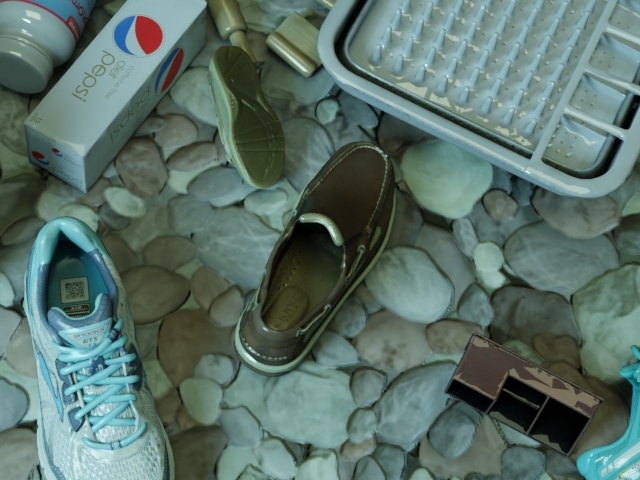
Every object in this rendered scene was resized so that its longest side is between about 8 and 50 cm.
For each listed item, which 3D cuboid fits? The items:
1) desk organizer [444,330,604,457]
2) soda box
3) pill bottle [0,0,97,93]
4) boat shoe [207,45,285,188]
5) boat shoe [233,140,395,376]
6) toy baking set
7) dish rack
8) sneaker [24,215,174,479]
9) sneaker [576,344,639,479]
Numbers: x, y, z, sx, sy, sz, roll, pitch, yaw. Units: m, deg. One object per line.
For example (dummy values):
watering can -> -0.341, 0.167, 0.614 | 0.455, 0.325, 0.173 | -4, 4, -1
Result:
desk organizer -> 0.182, 0.140, 1.186 | 0.130, 0.047, 0.050 | 27, 65, 7
soda box -> -0.194, -0.154, 1.269 | 0.069, 0.074, 0.216 | 29, 63, 8
pill bottle -> -0.271, -0.227, 1.288 | 0.087, 0.087, 0.160 | 17, 63, 1
boat shoe -> -0.077, -0.115, 1.288 | 0.056, 0.048, 0.153 | -12, 72, -27
boat shoe -> 0.007, 0.003, 1.204 | 0.095, 0.095, 0.257 | 23, 62, 4
toy baking set -> -0.040, -0.285, 1.384 | 0.197, 0.030, 0.256 | -22, 74, -24
dish rack -> 0.186, -0.199, 1.338 | 0.333, 0.072, 0.285 | 27, 66, 5
sneaker -> -0.199, 0.109, 1.107 | 0.110, 0.122, 0.283 | -15, 66, -14
sneaker -> 0.327, 0.117, 1.166 | 0.110, 0.107, 0.275 | 29, 79, 21
